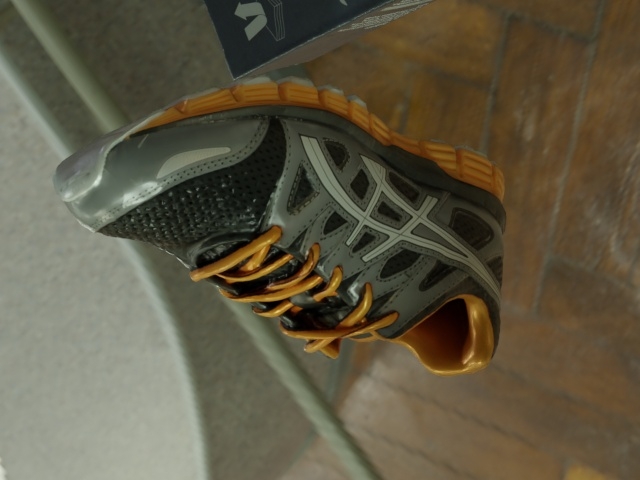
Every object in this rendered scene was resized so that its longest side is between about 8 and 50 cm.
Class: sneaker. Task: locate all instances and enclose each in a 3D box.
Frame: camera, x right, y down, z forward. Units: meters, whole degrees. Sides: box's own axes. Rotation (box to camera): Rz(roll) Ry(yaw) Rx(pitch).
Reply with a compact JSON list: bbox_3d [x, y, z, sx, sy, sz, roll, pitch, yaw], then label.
[{"bbox_3d":[0.000,0.000,0.574,0.084,0.215,0.083,-23,67,41],"label":"sneaker"}]

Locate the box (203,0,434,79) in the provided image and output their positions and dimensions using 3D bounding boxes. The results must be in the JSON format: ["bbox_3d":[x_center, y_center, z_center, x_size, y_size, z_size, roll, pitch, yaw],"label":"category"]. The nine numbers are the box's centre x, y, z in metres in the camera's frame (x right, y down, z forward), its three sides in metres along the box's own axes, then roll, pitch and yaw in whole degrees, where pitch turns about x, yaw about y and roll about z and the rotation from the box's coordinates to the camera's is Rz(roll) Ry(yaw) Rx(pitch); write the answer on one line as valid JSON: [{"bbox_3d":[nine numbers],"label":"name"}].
[{"bbox_3d":[-0.005,-0.208,1.031,0.158,0.093,0.156,-21,90,37],"label":"box"}]
